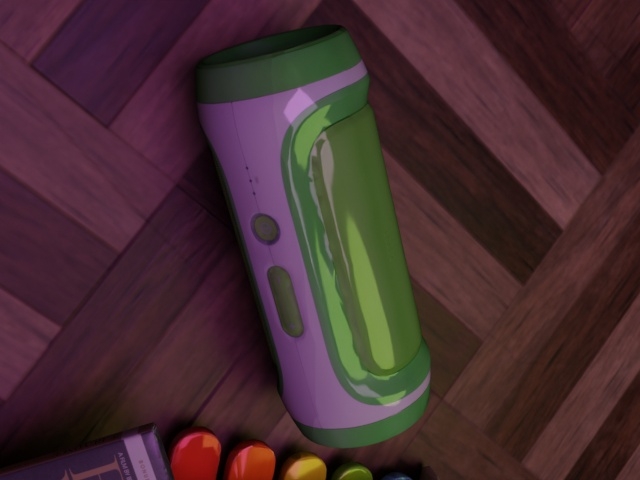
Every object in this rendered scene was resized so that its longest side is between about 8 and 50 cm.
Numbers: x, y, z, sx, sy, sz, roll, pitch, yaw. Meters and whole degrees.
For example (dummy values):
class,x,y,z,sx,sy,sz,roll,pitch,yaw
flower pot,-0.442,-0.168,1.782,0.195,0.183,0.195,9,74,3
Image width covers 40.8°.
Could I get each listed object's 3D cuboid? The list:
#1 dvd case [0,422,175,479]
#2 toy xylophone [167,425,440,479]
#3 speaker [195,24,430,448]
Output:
class,x,y,z,sx,sy,sz,roll,pitch,yaw
dvd case,-0.198,0.235,0.604,0.221,0.018,0.164,-16,103,-3
toy xylophone,-0.031,0.288,0.717,0.323,0.081,0.236,15,96,-29
speaker,0.000,0.000,0.638,0.131,0.131,0.296,-22,111,-21
